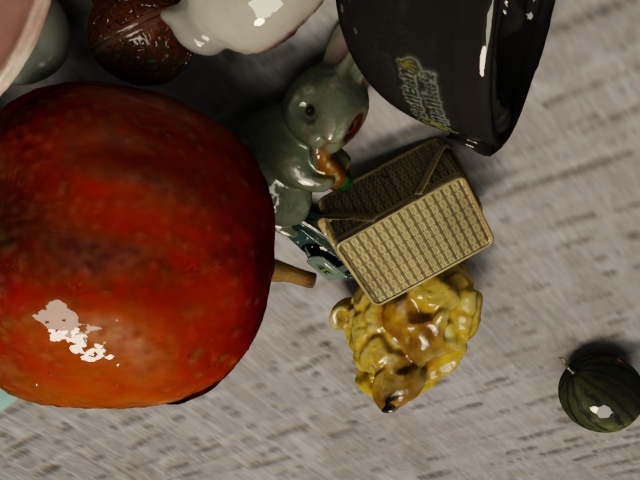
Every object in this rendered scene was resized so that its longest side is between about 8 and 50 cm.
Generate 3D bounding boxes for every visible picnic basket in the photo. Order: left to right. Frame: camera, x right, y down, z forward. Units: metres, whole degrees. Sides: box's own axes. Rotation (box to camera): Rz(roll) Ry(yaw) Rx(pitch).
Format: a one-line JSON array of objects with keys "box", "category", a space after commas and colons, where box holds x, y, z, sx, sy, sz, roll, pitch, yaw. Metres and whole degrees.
[{"box": [0.090, -0.019, 0.904, 0.164, 0.079, 0.115, -29, 132, 6], "category": "picnic basket"}]

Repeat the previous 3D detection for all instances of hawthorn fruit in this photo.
[{"box": [-0.149, 0.008, 0.758, 0.330, 0.287, 0.287, 12, 138, -24], "category": "hawthorn fruit"}]

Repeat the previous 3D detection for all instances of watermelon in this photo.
[{"box": [0.359, 0.193, 1.124, 0.133, 0.105, 0.105, 35, 131, -12], "category": "watermelon"}]

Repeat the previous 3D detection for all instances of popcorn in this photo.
[{"box": [0.105, 0.102, 1.028, 0.140, 0.163, 0.194, 9, 110, -37], "category": "popcorn"}]

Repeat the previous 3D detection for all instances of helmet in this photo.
[{"box": [0.098, -0.196, 0.660, 0.160, 0.231, 0.279, 15, 163, 15], "category": "helmet"}]

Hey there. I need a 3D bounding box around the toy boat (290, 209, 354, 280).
[{"box": [0.000, 0.000, 0.986, 0.141, 0.060, 0.055, 35, 154, -22], "category": "toy boat"}]

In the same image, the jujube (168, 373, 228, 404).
[{"box": [-0.178, 0.130, 1.076, 0.168, 0.168, 0.236, 12, 154, -7], "category": "jujube"}]

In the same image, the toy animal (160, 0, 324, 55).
[{"box": [-0.091, -0.236, 0.664, 0.193, 0.127, 0.178, 31, 119, -30], "category": "toy animal"}]

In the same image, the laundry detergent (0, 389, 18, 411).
[{"box": [-0.424, 0.031, 0.890, 0.287, 0.287, 0.305, -12, 134, 18], "category": "laundry detergent"}]

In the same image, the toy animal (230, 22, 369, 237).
[{"box": [-0.015, -0.109, 0.828, 0.138, 0.108, 0.236, 19, 135, -13], "category": "toy animal"}]

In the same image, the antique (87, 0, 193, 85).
[{"box": [-0.158, -0.186, 0.766, 0.104, 0.104, 0.104, 3, 137, 3], "category": "antique"}]

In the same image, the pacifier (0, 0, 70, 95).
[{"box": [-0.323, -0.202, 0.679, 0.332, 0.220, 0.273, 12, 143, 26], "category": "pacifier"}]
